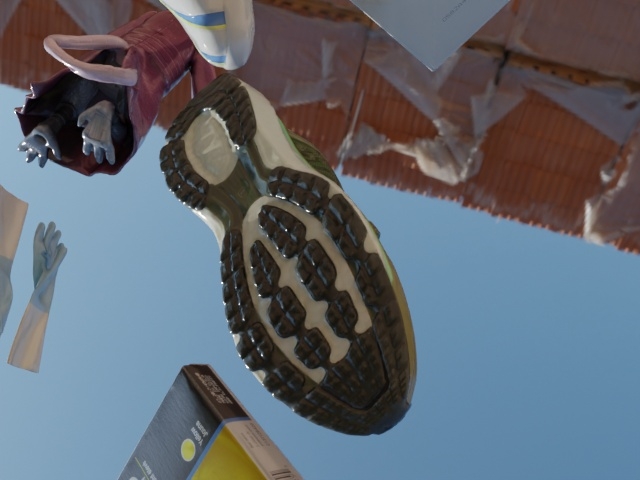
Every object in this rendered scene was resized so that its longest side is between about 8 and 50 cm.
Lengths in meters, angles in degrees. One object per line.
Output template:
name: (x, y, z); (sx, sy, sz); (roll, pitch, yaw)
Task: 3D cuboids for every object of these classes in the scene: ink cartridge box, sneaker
ink cartridge box: (-0.147, 0.367, 0.939); (0.304, 0.307, 0.072); (41, -164, 35)
sneaker: (0.000, 0.000, 0.702); (0.182, 0.158, 0.410); (22, -151, -44)
sneaker: (-0.137, -0.209, 0.501); (0.126, 0.091, 0.240); (-21, -101, -16)

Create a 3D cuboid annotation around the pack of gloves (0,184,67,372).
pack of gloves: (-0.419, 0.060, 1.077); (0.046, 0.231, 0.195); (0, 160, 10)

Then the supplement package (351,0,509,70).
supplement package: (0.125, -0.384, 0.891); (0.198, 0.199, 0.262); (34, -147, -24)

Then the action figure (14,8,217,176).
action figure: (-0.260, -0.251, 1.044); (0.248, 0.275, 0.370); (27, -129, 10)
